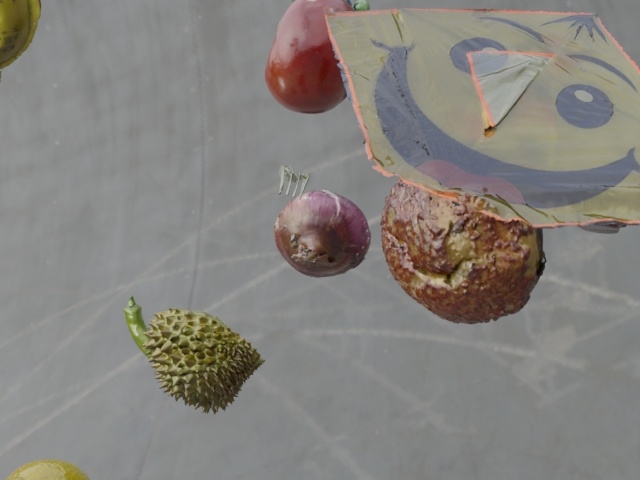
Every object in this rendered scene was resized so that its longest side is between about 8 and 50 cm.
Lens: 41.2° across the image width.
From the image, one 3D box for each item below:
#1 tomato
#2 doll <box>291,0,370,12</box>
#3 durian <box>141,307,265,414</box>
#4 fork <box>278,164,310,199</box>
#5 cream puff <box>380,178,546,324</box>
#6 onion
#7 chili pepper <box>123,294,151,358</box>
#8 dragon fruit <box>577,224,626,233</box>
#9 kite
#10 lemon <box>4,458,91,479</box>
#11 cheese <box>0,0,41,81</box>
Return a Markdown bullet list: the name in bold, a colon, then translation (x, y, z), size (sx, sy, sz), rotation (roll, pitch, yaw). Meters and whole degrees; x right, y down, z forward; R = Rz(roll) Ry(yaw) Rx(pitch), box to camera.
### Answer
- **tomato**: translation (-0.004, -0.294, 1.362), size (0.136, 0.195, 0.195), rotation (26, 41, 8)
- **doll**: translation (0.021, -0.485, 2.040), size (0.198, 0.186, 0.322), rotation (-9, 56, 23)
- **durian**: translation (-0.165, 0.158, 1.060), size (0.102, 0.146, 0.208), rotation (-55, 0, -32)
- **fork**: translation (-0.031, -0.075, 0.968), size (0.034, 0.028, 0.219), rotation (10, 9, -4)
- **cream puff**: translation (0.174, -0.002, 1.093), size (0.164, 0.240, 0.240), rotation (-5, 7, -35)
- **onion**: translation (0.000, 0.000, 1.937), size (0.230, 0.230, 0.163), rotation (-18, 24, 20)
- **chili pepper**: translation (-0.329, 0.204, 1.669), size (0.049, 0.208, 0.043), rotation (-36, 2, -26)
- **dragon fruit**: translation (0.499, -0.107, 1.528), size (0.160, 0.172, 0.166), rotation (11, -8, -8)
- **kite**: translation (0.171, -0.119, 0.696), size (0.377, 0.013, 0.327), rotation (28, 48, 17)
- **lemon**: translation (-0.435, 0.441, 1.341), size (0.186, 0.244, 0.187), rotation (-2, 50, 3)
- **cheese**: translation (-0.377, -0.284, 0.890), size (0.156, 0.250, 0.064), rotation (-2, 28, -8)
